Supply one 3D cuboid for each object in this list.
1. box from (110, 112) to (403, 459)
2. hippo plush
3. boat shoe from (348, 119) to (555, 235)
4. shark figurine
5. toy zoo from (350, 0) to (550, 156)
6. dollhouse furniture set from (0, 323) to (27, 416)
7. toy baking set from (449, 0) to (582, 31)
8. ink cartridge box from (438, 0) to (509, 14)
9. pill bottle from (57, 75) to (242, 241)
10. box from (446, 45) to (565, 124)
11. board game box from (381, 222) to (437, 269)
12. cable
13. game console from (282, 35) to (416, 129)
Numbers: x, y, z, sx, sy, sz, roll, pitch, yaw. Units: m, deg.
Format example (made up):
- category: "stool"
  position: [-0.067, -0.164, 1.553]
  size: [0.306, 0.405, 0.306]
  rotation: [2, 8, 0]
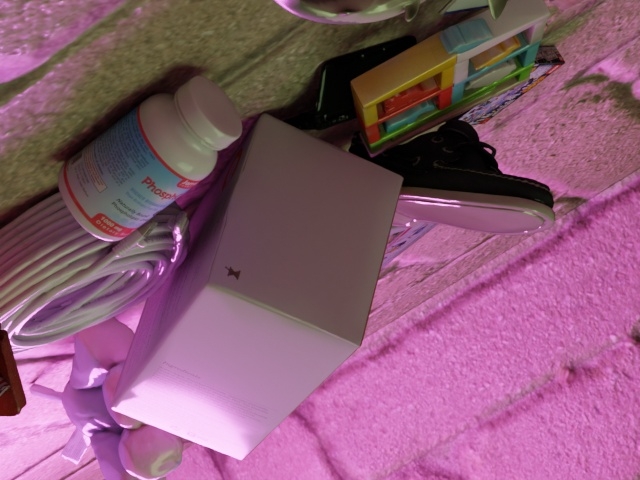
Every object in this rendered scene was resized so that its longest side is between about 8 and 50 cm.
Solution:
- category: "box"
  position: [-0.075, 0.061, 1.613]
  size: [0.345, 0.168, 0.215]
  rotation: [-49, -159, 55]
- category: "hippo plush"
  position: [-0.201, 0.205, 1.987]
  size: [0.237, 0.234, 0.294]
  rotation: [-20, 164, -32]
- category: "boat shoe"
  position: [0.131, -0.075, 1.630]
  size: [0.127, 0.113, 0.340]
  rotation: [23, 170, -30]
- category: "shark figurine"
  position: [0.042, -0.223, 1.159]
  size: [0.278, 0.116, 0.166]
  rotation: [-33, 136, -20]
- category: "toy zoo"
  position: [0.123, -0.161, 1.462]
  size: [0.192, 0.030, 0.293]
  rotation: [-26, 171, 0]
- category: "dollhouse furniture set"
  position: [-0.467, 0.125, 1.302]
  size: [0.374, 0.152, 0.201]
  rotation: [-5, -161, 32]
- category: "toy baking set"
  position: [0.206, -0.230, 1.618]
  size: [0.256, 0.030, 0.197]
  rotation: [-17, 163, -42]
- category: "ink cartridge box"
  position: [0.276, -0.325, 1.323]
  size: [0.304, 0.072, 0.307]
  rotation: [-17, 166, -45]
- category: "pill bottle"
  position: [-0.149, -0.074, 1.333]
  size: [0.160, 0.087, 0.087]
  rotation: [-35, 166, 24]
- category: "box"
  position: [0.221, -0.187, 1.829]
  size: [0.137, 0.027, 0.094]
  rotation: [-37, 166, 33]
- category: "board game box"
  position: [0.000, 0.000, 1.935]
  size: [0.303, 0.097, 0.224]
  rotation: [-16, 163, -41]
- category: "cable"
  position: [-0.253, 0.028, 1.514]
  size: [0.257, 0.089, 0.257]
  rotation: [-27, 169, -8]
- category: "game console"
  position: [0.029, -0.162, 1.548]
  size: [0.122, 0.071, 0.107]
  rotation: [-20, -165, -31]
